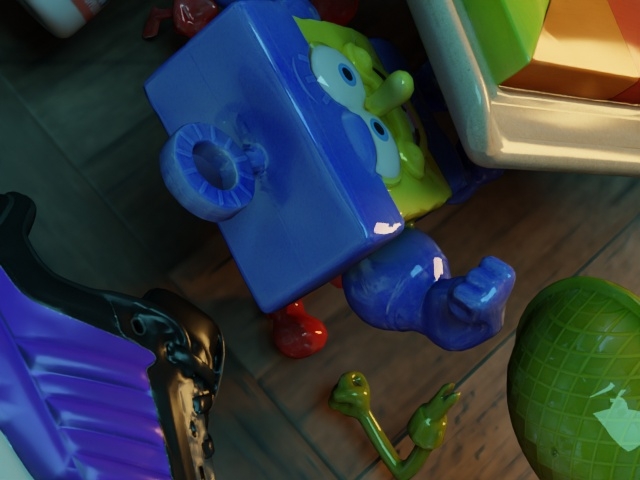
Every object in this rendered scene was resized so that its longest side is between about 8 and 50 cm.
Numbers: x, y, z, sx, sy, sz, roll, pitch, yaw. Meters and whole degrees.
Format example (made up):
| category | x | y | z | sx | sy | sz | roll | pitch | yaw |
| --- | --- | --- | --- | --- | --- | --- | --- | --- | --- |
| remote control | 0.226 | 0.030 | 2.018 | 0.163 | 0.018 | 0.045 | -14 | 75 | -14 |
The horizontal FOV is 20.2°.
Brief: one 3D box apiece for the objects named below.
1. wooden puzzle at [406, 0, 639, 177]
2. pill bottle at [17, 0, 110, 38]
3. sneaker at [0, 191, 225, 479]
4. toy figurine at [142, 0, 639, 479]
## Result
| category | x | y | z | sx | sy | sz | roll | pitch | yaw |
| --- | --- | --- | --- | --- | --- | --- | --- | --- | --- |
| wooden puzzle | 0.099 | -0.130 | 0.772 | 0.238 | 0.044 | 0.221 | 5 | 60 | -51 |
| pill bottle | -0.086 | -0.196 | 0.835 | 0.193 | 0.108 | 0.108 | -44 | 90 | -3 |
| sneaker | -0.082 | 0.096 | 0.768 | 0.146 | 0.102 | 0.293 | -38 | 88 | -30 |
| toy figurine | 0.000 | 0.000 | 0.739 | 0.217 | 0.191 | 0.363 | -10 | 72 | -60 |
